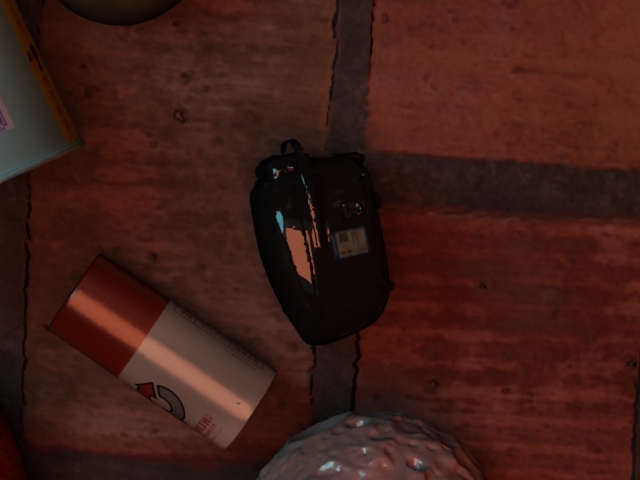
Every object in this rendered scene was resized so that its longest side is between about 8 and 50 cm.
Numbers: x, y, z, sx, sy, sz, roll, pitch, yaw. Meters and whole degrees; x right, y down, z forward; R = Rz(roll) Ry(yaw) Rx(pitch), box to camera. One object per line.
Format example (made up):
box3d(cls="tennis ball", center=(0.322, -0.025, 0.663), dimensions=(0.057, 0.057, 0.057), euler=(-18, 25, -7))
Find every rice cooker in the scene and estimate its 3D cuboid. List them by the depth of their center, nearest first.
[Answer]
box3d(cls="rice cooker", center=(-0.001, -0.001, 1.780), dimensions=(0.118, 0.142, 0.203), euler=(-12, 97, -11))

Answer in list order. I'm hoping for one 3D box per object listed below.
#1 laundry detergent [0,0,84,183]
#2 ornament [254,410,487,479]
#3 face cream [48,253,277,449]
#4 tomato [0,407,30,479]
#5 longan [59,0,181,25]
box3d(cls="laundry detergent", center=(-0.410, -0.167, 1.684), dimensions=(0.287, 0.287, 0.305), euler=(-24, 96, 2))
box3d(cls="ornament", center=(0.046, 0.280, 1.750), dimensions=(0.259, 0.259, 0.225), euler=(-26, 92, 2))
box3d(cls="face cream", center=(-0.157, 0.110, 1.811), dimensions=(0.214, 0.096, 0.096), euler=(34, 95, -3))
box3d(cls="tomato", center=(-0.432, 0.274, 1.724), dimensions=(0.325, 0.290, 0.293), euler=(-14, 96, -15))
box3d(cls="longan", center=(-0.195, -0.299, 1.744), dimensions=(0.204, 0.159, 0.185), euler=(20, 77, 35))
